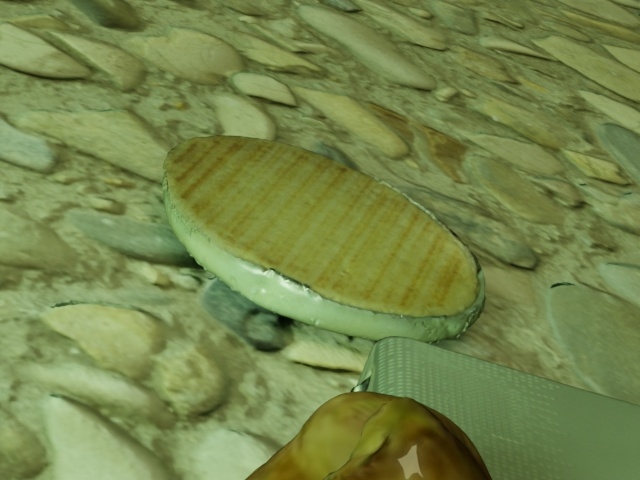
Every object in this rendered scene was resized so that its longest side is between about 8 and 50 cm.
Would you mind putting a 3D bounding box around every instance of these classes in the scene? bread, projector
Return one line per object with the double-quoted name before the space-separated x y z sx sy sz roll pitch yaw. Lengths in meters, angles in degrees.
"bread" 0.000 0.000 1.192 0.267 0.040 0.267 19 24 -9
"projector" 0.112 0.170 0.779 0.243 0.163 0.177 17 24 -4

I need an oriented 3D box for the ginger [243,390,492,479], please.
"ginger" -0.049 0.186 0.558 0.321 0.172 0.165 -30 28 -35
